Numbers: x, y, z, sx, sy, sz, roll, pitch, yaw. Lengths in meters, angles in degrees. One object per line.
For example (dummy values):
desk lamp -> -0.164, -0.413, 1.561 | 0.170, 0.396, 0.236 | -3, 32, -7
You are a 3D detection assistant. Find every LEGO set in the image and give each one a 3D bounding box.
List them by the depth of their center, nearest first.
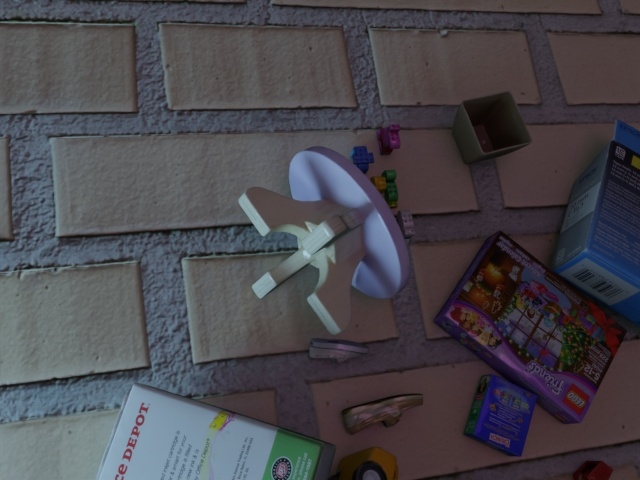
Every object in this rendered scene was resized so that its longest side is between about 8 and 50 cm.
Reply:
LEGO set -> 0.108, -0.106, 1.161 | 0.086, 0.093, 0.228 | -4, 74, -15

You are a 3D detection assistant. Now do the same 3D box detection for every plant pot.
plant pot -> 0.308, -0.200, 1.241 | 0.109, 0.096, 0.109 | -15, 77, -17

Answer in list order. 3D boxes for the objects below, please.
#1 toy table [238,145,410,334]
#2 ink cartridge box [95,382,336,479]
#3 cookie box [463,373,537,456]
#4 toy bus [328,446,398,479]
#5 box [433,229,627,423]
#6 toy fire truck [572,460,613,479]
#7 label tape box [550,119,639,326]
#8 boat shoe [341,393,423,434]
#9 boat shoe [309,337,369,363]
toy table -> 0.000, 0.000, 1.038 | 0.160, 0.252, 0.274 | -32, 73, -38
ink cartridge box -> -0.143, 0.328, 0.884 | 0.278, 0.117, 0.202 | 13, 75, 15
cookie box -> 0.300, 0.291, 1.108 | 0.091, 0.040, 0.107 | 27, 68, -5
toy bus -> 0.045, 0.460, 0.901 | 0.130, 0.108, 0.333 | 32, 52, -10
box -> 0.370, 0.149, 1.163 | 0.293, 0.057, 0.201 | 38, 68, 0
toy fire truck -> 0.448, 0.475, 1.083 | 0.135, 0.047, 0.192 | 40, 68, 1
label tape box -> 0.598, -0.029, 1.247 | 0.249, 0.115, 0.348 | 30, 56, -3
boat shoe -> 0.102, 0.276, 1.062 | 0.135, 0.050, 0.045 | -12, 79, -7
boat shoe -> 0.030, 0.182, 1.083 | 0.100, 0.035, 0.035 | 7, 98, -16
